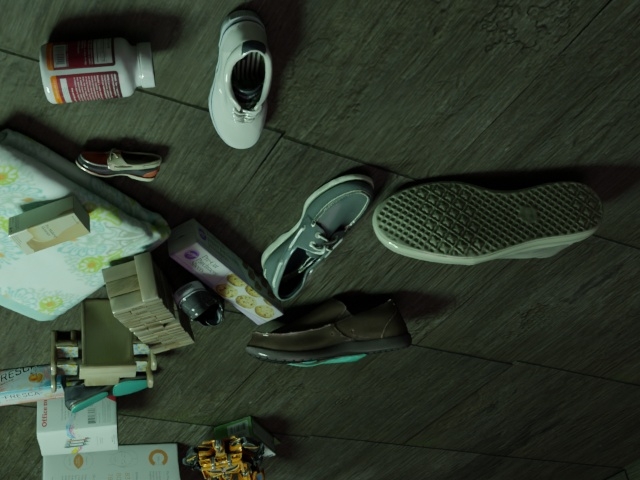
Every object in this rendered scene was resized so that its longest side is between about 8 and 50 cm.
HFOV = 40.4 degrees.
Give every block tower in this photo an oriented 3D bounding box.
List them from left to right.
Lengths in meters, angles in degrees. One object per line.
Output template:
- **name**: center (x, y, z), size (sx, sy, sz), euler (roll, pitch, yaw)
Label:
- **block tower**: center (-0.322, 0.127, 1.654), size (0.097, 0.090, 0.335), euler (-16, 159, -4)

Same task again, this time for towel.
- **towel**: center (-0.499, -0.010, 1.495), size (0.321, 0.090, 0.374), euler (-30, 140, 23)

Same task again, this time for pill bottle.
- **pill bottle**: center (-0.315, -0.244, 1.240), size (0.152, 0.086, 0.086), euler (-6, 143, -8)

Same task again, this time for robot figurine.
- **robot figurine**: center (-0.238, 0.598, 2.270), size (0.211, 0.085, 0.291), euler (-11, 144, -1)

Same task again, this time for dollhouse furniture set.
- **dollhouse furniture set**: center (-0.446, 0.254, 1.797), size (0.212, 0.161, 0.242), euler (0, 142, -17)

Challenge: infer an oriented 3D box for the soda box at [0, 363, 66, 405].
- **soda box**: center (-0.655, 0.318, 1.907), size (0.183, 0.058, 0.063), euler (-7, 143, -9)

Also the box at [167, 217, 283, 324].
- **box**: center (-0.181, 0.069, 1.711), size (0.067, 0.063, 0.324), euler (-26, 141, 14)

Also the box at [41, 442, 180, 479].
- **box**: center (-0.547, 0.666, 2.268), size (0.346, 0.215, 0.168), euler (2, 141, -18)

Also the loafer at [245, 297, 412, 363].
- **loafer**: center (0.013, 0.194, 1.898), size (0.366, 0.130, 0.134), euler (-5, 171, -15)

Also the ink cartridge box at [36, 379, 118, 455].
- **ink cartridge box**: center (-0.554, 0.404, 1.991), size (0.176, 0.128, 0.127), euler (-1, 142, -13)

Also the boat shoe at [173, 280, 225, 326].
- **boat shoe**: center (-0.223, 0.135, 1.713), size (0.080, 0.076, 0.228), euler (-35, 166, -5)

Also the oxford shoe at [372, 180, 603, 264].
- **oxford shoe**: center (0.315, -0.027, 1.664), size (0.450, 0.169, 0.130), euler (-5, 162, -12)

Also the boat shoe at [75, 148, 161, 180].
- **boat shoe**: center (-0.328, -0.129, 1.420), size (0.137, 0.049, 0.043), euler (8, 136, -29)

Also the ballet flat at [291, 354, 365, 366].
- **ballet flat**: center (-0.006, 0.253, 1.997), size (0.248, 0.083, 0.087), euler (-1, 156, -11)

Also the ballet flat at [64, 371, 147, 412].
- **ballet flat**: center (-0.476, 0.319, 1.940), size (0.203, 0.074, 0.074), euler (-16, 149, -32)

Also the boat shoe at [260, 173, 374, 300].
- **boat shoe**: center (0.000, 0.000, 1.642), size (0.116, 0.099, 0.319), euler (18, 134, -34)

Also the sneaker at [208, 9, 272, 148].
- **sneaker**: center (-0.122, -0.221, 1.321), size (0.094, 0.091, 0.258), euler (-6, 143, -8)

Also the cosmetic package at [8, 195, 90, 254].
- **cosmetic package**: center (-0.435, -0.024, 1.397), size (0.115, 0.041, 0.060), euler (-19, 142, 6)

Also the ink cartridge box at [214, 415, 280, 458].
- **ink cartridge box**: center (-0.191, 0.552, 2.347), size (0.109, 0.062, 0.209), euler (-20, 143, 11)
